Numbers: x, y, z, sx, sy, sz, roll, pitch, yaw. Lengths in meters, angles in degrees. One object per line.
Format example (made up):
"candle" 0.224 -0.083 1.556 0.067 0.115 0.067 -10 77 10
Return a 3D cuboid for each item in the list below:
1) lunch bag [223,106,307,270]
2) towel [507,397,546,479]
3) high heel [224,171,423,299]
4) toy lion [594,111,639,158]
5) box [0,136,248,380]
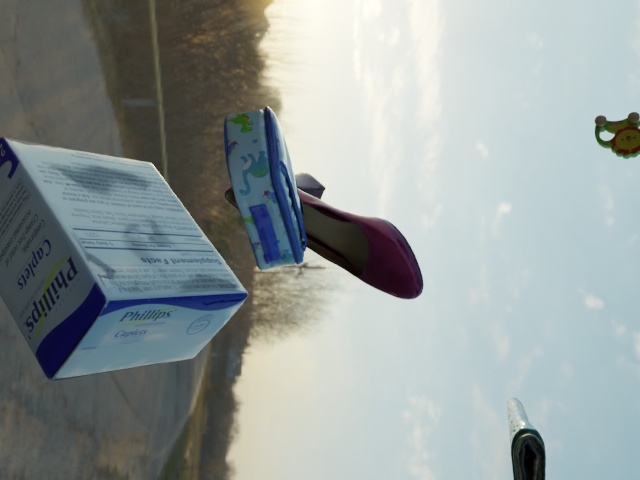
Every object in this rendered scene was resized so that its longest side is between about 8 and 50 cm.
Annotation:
"lunch bag" -0.079 -0.070 1.050 0.219 0.090 0.176 77 4 -49
"towel" 0.292 0.372 0.985 0.370 0.040 0.271 23 63 -75
"high heel" 0.000 0.000 1.217 0.377 0.181 0.127 37 -52 37
"toy lion" 0.605 -0.208 1.419 0.034 0.100 0.096 45 49 -55
"box" -0.139 0.011 0.457 0.072 0.126 0.137 -49 -115 21
